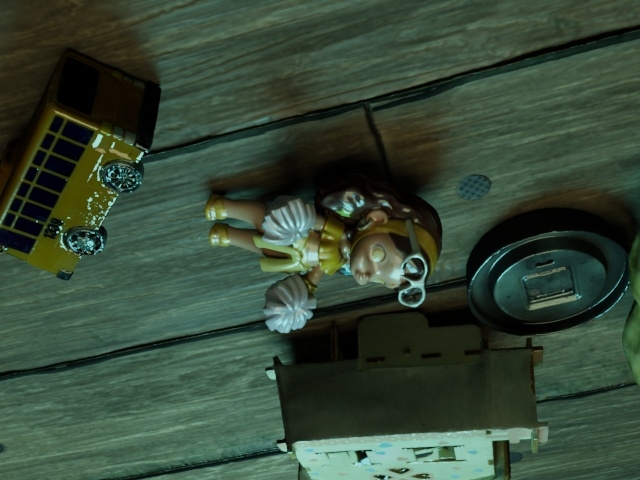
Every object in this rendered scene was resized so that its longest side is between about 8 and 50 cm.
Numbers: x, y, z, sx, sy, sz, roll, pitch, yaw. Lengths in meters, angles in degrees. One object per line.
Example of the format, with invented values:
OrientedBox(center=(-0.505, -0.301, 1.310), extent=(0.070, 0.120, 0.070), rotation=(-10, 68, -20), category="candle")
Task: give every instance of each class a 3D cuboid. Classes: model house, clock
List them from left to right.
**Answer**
OrientedBox(center=(0.114, 0.222, 1.086), extent=(0.326, 0.169, 0.244), rotation=(-6, 144, 9), category="model house")
OrientedBox(center=(0.254, 0.039, 0.978), extent=(0.184, 0.040, 0.184), rotation=(-2, 137, -2), category="clock")

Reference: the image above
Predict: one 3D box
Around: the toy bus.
OrientedBox(center=(-0.235, -0.063, 0.803), extent=(0.114, 0.098, 0.201), rotation=(22, 130, -23), category="toy bus")

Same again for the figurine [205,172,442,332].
OrientedBox(center=(0.002, 0.000, 0.871), extent=(0.240, 0.116, 0.175), rotation=(1, 134, 5), category="figurine")

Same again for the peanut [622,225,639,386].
OrientedBox(center=(0.410, 0.043, 0.892), extent=(0.192, 0.169, 0.387), rotation=(-26, 138, -16), category="peanut")
